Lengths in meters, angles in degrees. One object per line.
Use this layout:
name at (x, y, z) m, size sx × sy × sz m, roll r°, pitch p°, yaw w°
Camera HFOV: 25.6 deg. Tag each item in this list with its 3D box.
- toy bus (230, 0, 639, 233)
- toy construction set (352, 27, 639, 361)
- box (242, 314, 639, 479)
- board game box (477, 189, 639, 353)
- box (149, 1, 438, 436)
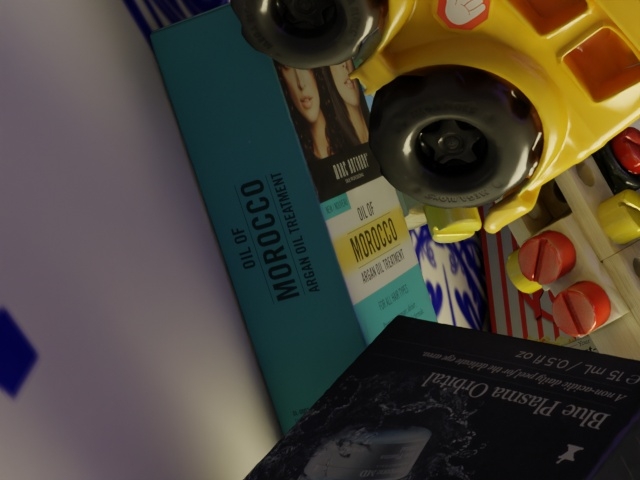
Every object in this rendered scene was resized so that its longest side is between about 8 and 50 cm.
toy bus at (0.086, -0.141, 0.626) m, size 0.220 × 0.211 × 0.149 m, roll 41°, pitch 40°, yaw -25°
toy construction set at (0.130, 0.021, 0.833) m, size 0.215 × 0.151 × 0.327 m, roll -22°, pitch 96°, yaw -50°
box at (0.054, 0.121, 0.563) m, size 0.158 × 0.156 × 0.093 m, roll -45°, pitch 120°, yaw -27°
board game box at (0.191, 0.045, 0.968) m, size 0.045 × 0.147 × 0.193 m, roll 45°, pitch 36°, yaw -56°
box at (0.000, 0.000, 0.704) m, size 0.100 × 0.060 × 0.244 m, roll -28°, pitch 101°, yaw -65°
